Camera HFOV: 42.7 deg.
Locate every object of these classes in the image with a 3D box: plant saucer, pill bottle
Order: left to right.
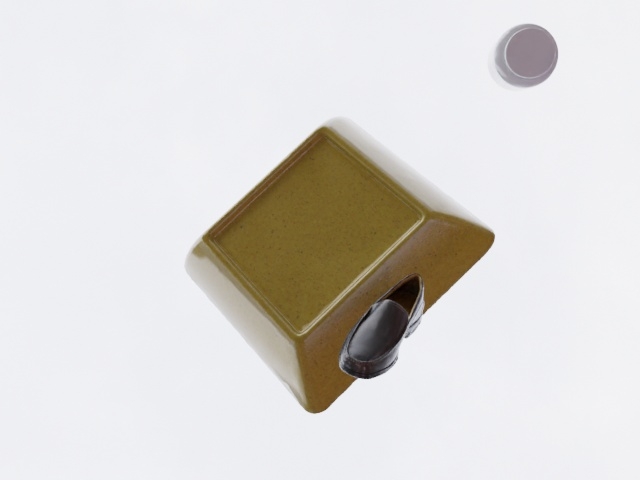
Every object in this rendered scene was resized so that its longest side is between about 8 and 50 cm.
[{"bbox_3d":[0.000,0.000,1.088,0.333,0.333,0.081,-44,-35,-4],"label":"plant saucer"},{"bbox_3d":[0.207,-0.187,0.836,0.065,0.116,0.065,1,-83,7],"label":"pill bottle"}]

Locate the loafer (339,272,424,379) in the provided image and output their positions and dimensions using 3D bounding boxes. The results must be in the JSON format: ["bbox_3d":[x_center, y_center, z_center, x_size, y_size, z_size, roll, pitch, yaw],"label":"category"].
[{"bbox_3d":[0.068,0.090,0.891,0.062,0.170,0.061,21,-59,15],"label":"loafer"}]
